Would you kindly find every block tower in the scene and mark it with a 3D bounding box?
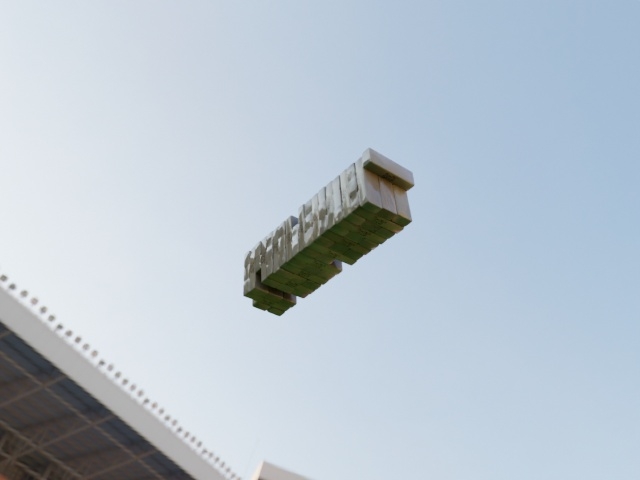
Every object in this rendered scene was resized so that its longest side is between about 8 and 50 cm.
[{"bbox_3d":[0.000,0.000,1.023,0.091,0.097,0.335,24,-46,-31],"label":"block tower"}]
